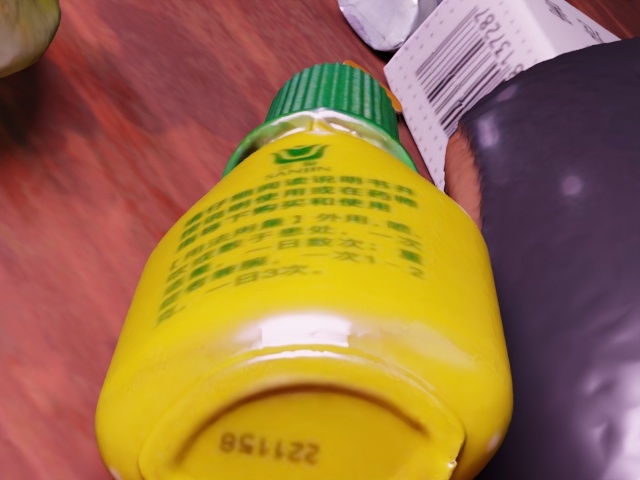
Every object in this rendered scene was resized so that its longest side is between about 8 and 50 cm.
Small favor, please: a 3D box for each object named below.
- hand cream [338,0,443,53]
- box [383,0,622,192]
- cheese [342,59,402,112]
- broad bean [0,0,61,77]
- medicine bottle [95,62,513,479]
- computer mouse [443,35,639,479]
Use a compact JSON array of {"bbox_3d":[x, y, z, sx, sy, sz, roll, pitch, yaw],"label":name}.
[{"bbox_3d":[0.089,-0.129,1.002,0.079,0.048,0.255,56,22,16],"label":"hand cream"},{"bbox_3d":[0.172,0.025,0.802,0.210,0.095,0.330,26,27,-35],"label":"box"},{"bbox_3d":[0.021,-0.059,0.799,0.047,0.017,0.111,42,22,-11],"label":"cheese"},{"bbox_3d":[-0.148,-0.106,0.527,0.153,0.072,0.206,48,21,-5],"label":"broad bean"},{"bbox_3d":[0.000,0.000,0.564,0.111,0.076,0.309,-3,21,3],"label":"medicine bottle"},{"bbox_3d":[0.131,0.026,0.578,0.323,0.183,0.116,-86,171,-46],"label":"computer mouse"}]
